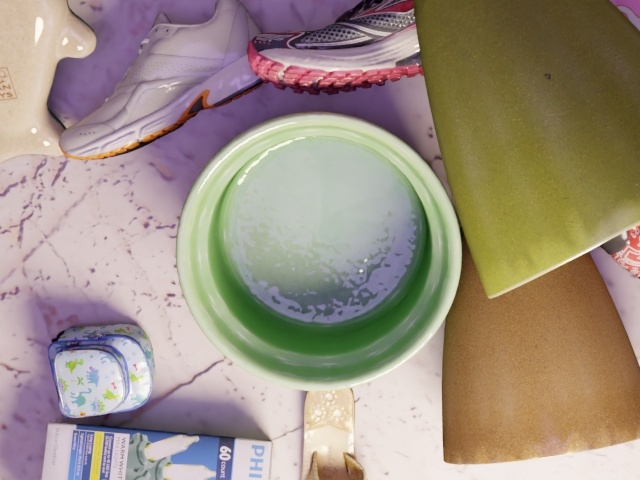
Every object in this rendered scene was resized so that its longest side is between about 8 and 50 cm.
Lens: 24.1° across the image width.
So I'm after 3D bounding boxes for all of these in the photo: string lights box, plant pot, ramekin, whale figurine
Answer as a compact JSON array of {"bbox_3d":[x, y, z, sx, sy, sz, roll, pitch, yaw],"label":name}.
[{"bbox_3d":[-0.189,0.288,1.743,0.259,0.077,0.133,4,81,1],"label":"string lights box"},{"bbox_3d":[0.215,-0.136,1.455,0.275,0.275,0.293,-29,87,8],"label":"plant pot"},{"bbox_3d":[0.230,0.100,1.648,0.237,0.237,0.254,-10,87,4],"label":"plant pot"},{"bbox_3d":[0.000,0.000,1.654,0.303,0.148,0.303,0,102,2],"label":"ramekin"},{"bbox_3d":[-0.350,-0.217,1.646,0.216,0.141,0.272,-9,126,4],"label":"whale figurine"}]

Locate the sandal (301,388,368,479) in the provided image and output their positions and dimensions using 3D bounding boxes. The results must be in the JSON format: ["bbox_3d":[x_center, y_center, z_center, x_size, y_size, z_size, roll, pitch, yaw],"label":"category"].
[{"bbox_3d":[0.016,0.280,1.750,0.088,0.079,0.240,-5,102,3],"label":"sandal"}]

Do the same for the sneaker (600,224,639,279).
[{"bbox_3d":[0.436,-0.033,1.624,0.145,0.090,0.270,41,131,-9],"label":"sneaker"}]

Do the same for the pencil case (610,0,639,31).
[{"bbox_3d":[0.408,-0.349,1.559,0.167,0.160,0.386,39,100,-5],"label":"pencil case"}]

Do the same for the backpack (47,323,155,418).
[{"bbox_3d":[-0.250,0.153,1.730,0.114,0.084,0.105,-8,104,1],"label":"backpack"}]

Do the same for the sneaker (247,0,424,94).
[{"bbox_3d":[0.067,-0.224,1.598,0.299,0.121,0.112,-11,87,-10],"label":"sneaker"}]

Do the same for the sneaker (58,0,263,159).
[{"bbox_3d":[-0.180,-0.180,1.658,0.262,0.099,0.121,-27,93,0],"label":"sneaker"}]
